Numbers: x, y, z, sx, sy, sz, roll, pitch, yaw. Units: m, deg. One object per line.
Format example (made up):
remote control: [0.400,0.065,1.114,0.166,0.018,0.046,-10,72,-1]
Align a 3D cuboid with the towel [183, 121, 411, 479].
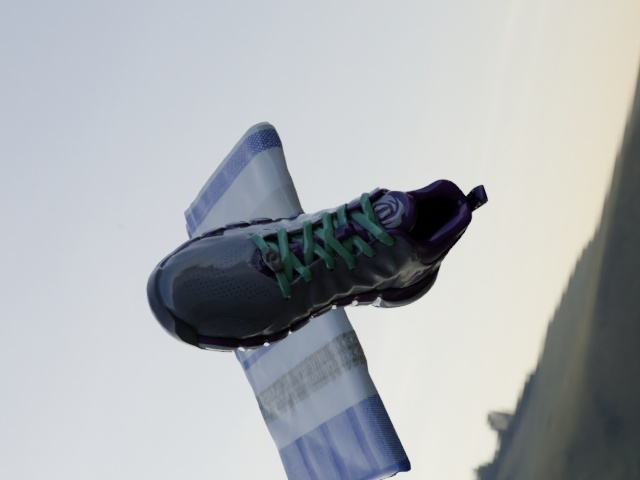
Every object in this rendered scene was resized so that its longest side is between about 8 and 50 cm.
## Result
towel: [-0.024,0.067,1.080,0.285,0.034,0.209,67,154,12]

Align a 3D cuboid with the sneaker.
sneaker: [0.000,0.000,0.838,0.223,0.083,0.098,-13,-26,-40]
